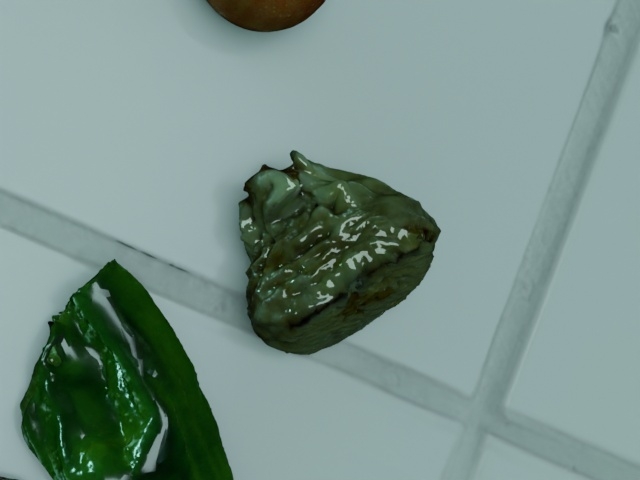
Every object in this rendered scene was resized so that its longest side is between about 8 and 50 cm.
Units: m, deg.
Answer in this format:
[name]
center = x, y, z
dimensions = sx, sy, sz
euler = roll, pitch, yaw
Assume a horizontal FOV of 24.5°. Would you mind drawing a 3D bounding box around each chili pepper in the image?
[chili pepper]
center = -0.221, 0.224, 1.699
dimensions = 0.213, 0.167, 0.385
euler = -24, 93, -19

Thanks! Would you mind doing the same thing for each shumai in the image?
[shumai]
center = 0.001, 0.002, 1.799
dimensions = 0.255, 0.189, 0.218
euler = -34, 79, -1

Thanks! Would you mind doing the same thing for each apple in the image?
[apple]
center = -0.067, -0.343, 1.780
dimensions = 0.180, 0.168, 0.181
euler = 2, 82, -13

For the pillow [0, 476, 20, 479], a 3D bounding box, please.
[pillow]
center = -0.419, 0.298, 1.695
dimensions = 0.150, 0.048, 0.090
euler = 19, 73, -12
